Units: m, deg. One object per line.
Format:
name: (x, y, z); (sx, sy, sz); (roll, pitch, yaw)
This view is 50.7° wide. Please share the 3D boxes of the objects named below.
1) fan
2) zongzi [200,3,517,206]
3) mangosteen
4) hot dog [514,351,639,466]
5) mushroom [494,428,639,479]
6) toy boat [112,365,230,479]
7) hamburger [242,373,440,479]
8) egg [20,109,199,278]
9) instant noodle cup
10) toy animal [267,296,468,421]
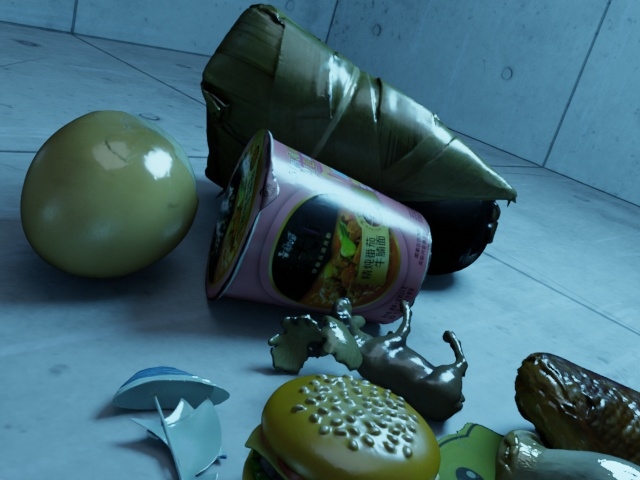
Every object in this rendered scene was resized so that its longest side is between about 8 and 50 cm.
fan: (0.225, 0.271, 0.621); (0.229, 0.011, 0.335); (8, 21, -23)
zongzi: (0.021, -0.096, 1.130); (0.467, 0.218, 0.500); (34, -18, 1)
mangosteen: (0.191, -0.047, 1.169); (0.243, 0.243, 0.243); (15, 20, -5)
hot dog: (0.310, 0.202, 0.729); (0.226, 0.099, 0.160); (22, 13, 0)
mushroom: (0.249, 0.238, 0.587); (0.212, 0.088, 0.097); (24, 51, 37)
toy boat: (-0.117, 0.160, 0.613); (0.149, 0.034, 0.105); (30, 26, 35)
hamburger: (0.019, 0.181, 0.546); (0.162, 0.115, 0.162); (16, 18, -5)
egg: (-0.260, -0.052, 0.834); (0.201, 0.201, 0.244); (19, 33, 8)
instant noodle cup: (0.000, 0.000, 0.896); (0.255, 0.244, 0.244); (17, 18, -18)
toy animal: (0.067, 0.129, 0.763); (0.214, 0.094, 0.186); (33, 32, 18)
